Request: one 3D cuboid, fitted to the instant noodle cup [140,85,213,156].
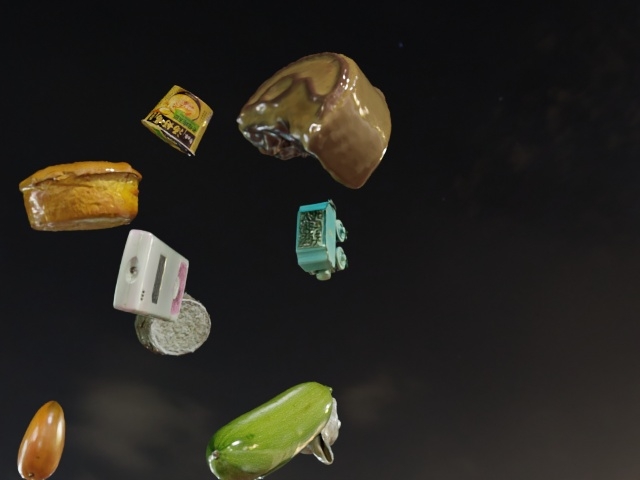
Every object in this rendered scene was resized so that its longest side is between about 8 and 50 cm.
[{"bbox_3d":[-0.337,-0.290,1.715,0.122,0.151,0.151,-56,-38,-8],"label":"instant noodle cup"}]

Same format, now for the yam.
[{"bbox_3d":[-0.512,0.289,2.479,0.240,0.241,0.348,0,-2,-21],"label":"yam"}]

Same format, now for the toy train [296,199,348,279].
[{"bbox_3d":[0.000,0.000,1.960,0.112,0.204,0.163,-11,-29,18],"label":"toy train"}]

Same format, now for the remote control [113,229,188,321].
[{"bbox_3d":[-0.319,0.079,1.374,0.050,0.145,0.344,10,-10,2],"label":"remote control"}]

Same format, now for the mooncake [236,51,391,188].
[{"bbox_3d":[-0.029,-0.304,1.876,0.393,0.394,0.246,-23,-46,29],"label":"mooncake"}]

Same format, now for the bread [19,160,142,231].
[{"bbox_3d":[-0.527,-0.098,1.568,0.268,0.146,0.268,-7,-3,0],"label":"bread"}]

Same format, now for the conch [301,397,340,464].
[{"bbox_3d":[-0.009,0.584,2.214,0.169,0.386,0.203,21,-89,-35],"label":"conch"}]

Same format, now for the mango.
[{"bbox_3d":[-0.782,0.563,2.006,0.112,0.220,0.145,7,-18,-3],"label":"mango"}]

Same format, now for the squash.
[{"bbox_3d":[-0.072,0.320,1.204,0.107,0.107,0.395,-33,-9,23],"label":"squash"}]
